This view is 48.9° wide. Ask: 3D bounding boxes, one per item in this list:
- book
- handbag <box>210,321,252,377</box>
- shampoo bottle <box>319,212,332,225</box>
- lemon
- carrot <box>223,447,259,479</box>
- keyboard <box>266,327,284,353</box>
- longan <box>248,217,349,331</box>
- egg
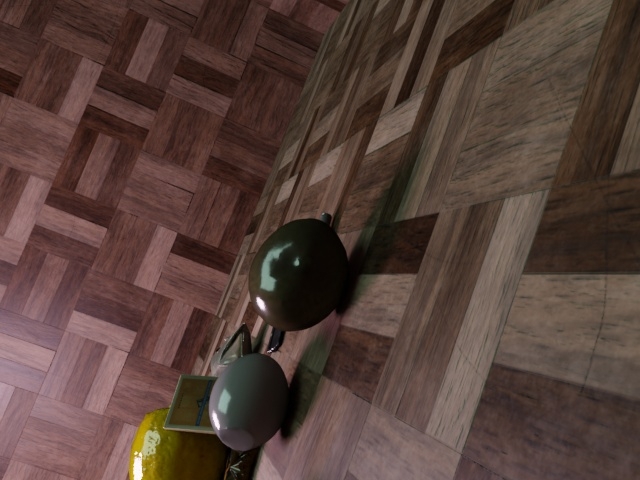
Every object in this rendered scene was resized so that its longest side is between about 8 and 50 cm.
[{"bbox_3d":[-0.288,0.443,1.904,0.018,0.242,0.170,79,-163,-46],"label":"book"},{"bbox_3d":[-0.286,0.385,2.243,0.270,0.117,0.182,125,149,-46],"label":"handbag"},{"bbox_3d":[0.000,0.000,1.862,0.080,0.040,0.165,127,162,-53],"label":"shampoo bottle"},{"bbox_3d":[-0.396,0.618,1.964,0.316,0.286,0.285,60,138,29],"label":"lemon"},{"bbox_3d":[-0.197,0.562,1.667,0.069,0.069,0.228,130,158,-55],"label":"carrot"},{"bbox_3d":[-0.107,0.213,1.999,0.072,0.023,0.231,-44,26,46],"label":"keyboard"},{"bbox_3d":[-0.046,0.070,1.520,0.246,0.215,0.245,-175,90,-72],"label":"longan"},{"bbox_3d":[-0.158,0.355,1.587,0.231,0.176,0.176,-78,16,-55],"label":"egg"}]
